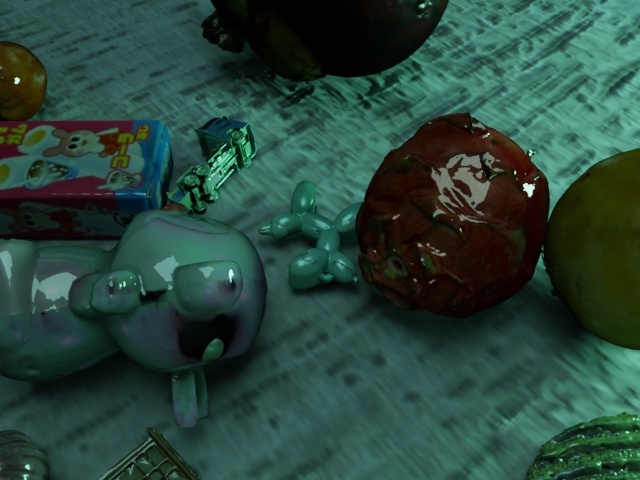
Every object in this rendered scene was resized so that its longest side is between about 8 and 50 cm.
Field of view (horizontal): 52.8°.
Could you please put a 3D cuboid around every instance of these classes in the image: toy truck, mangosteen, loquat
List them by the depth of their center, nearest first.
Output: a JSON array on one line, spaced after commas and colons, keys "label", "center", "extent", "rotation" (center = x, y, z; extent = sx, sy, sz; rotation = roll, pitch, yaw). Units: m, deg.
[{"label": "loquat", "center": [0.379, 0.012, 0.755], "extent": [0.235, 0.235, 0.235], "rotation": [0, 50, 0]}, {"label": "toy truck", "center": [-0.173, -0.111, 0.960], "extent": [0.081, 0.067, 0.175], "rotation": [22, 56, 23]}, {"label": "mangosteen", "center": [0.012, -0.456, 1.071], "extent": [0.422, 0.381, 0.380], "rotation": [-6, 44, 32]}]

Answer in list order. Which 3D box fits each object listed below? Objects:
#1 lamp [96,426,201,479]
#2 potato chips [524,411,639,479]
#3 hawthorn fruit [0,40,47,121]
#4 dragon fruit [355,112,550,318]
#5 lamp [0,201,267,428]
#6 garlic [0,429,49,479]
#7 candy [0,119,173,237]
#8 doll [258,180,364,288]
[{"label": "lamp", "center": [-0.251, 0.319, 0.582], "extent": [0.089, 0.090, 0.325], "rotation": [37, 58, 27]}, {"label": "potato chips", "center": [0.299, 0.238, 0.697], "extent": [0.208, 0.028, 0.091], "rotation": [-7, 50, -9]}, {"label": "hawthorn fruit", "center": [-0.505, -0.256, 1.034], "extent": [0.133, 0.132, 0.137], "rotation": [7, 47, 5]}, {"label": "dragon fruit", "center": [0.159, -0.026, 0.791], "extent": [0.241, 0.240, 0.252], "rotation": [9, 35, 7]}, {"label": "lamp", "center": [-0.208, 0.088, 0.718], "extent": [0.301, 0.247, 0.247], "rotation": [-8, 81, 1]}, {"label": "garlic", "center": [-0.343, 0.256, 0.622], "extent": [0.147, 0.102, 0.159], "rotation": [31, 58, 29]}, {"label": "candy", "center": [-0.375, -0.087, 0.913], "extent": [0.306, 0.100, 0.157], "rotation": [0, 51, -2]}, {"label": "doll", "center": [0.000, 0.000, 0.870], "extent": [0.159, 0.059, 0.158], "rotation": [29, 54, 19]}]
